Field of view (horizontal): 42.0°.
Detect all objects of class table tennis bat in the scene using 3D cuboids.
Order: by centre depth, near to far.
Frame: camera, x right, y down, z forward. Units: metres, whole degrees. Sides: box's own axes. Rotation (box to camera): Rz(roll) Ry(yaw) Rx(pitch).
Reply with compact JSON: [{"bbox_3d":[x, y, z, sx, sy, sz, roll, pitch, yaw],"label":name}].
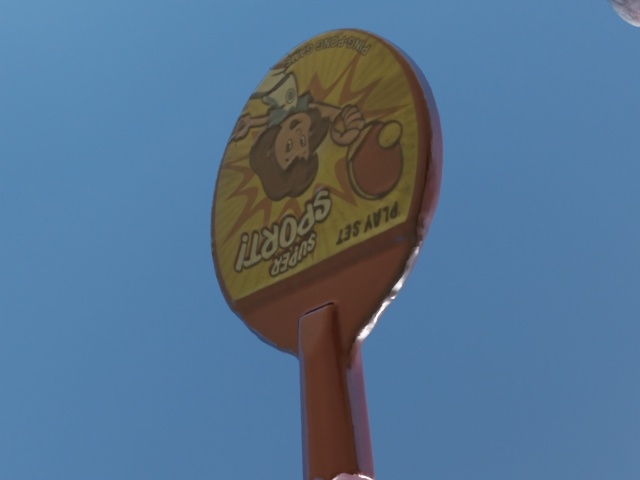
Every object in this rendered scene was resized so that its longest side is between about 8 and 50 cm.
[{"bbox_3d":[0.000,0.000,0.719,0.268,0.051,0.415,-26,-123,37],"label":"table tennis bat"}]

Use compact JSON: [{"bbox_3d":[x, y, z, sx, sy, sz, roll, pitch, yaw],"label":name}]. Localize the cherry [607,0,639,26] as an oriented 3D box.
[{"bbox_3d":[0.227,-0.175,0.442,0.188,0.115,0.148,25,-69,13],"label":"cherry"}]
